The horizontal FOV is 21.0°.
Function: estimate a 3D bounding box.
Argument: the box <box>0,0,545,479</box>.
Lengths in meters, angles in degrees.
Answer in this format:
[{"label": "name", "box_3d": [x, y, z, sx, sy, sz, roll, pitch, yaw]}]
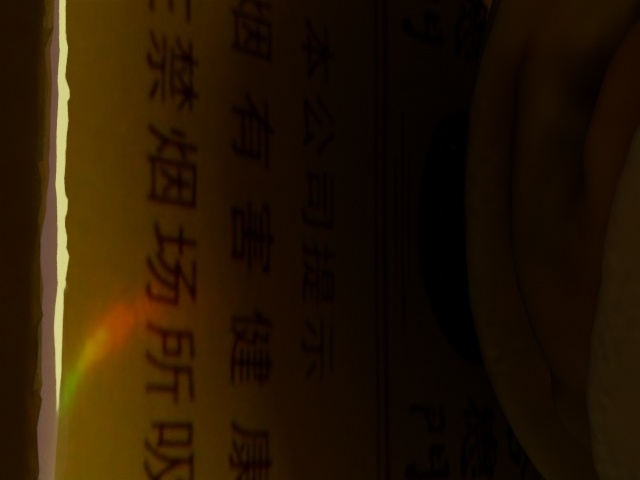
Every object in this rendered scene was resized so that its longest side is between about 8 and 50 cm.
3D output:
[{"label": "box", "box_3d": [0.000, 0.000, 0.572, 0.415, 0.116, 0.264, 12, 75, -58]}]

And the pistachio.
[{"label": "pistachio", "box_3d": [0.163, 0.006, 0.502, 0.230, 0.230, 0.308, -55, 133, -48]}]
